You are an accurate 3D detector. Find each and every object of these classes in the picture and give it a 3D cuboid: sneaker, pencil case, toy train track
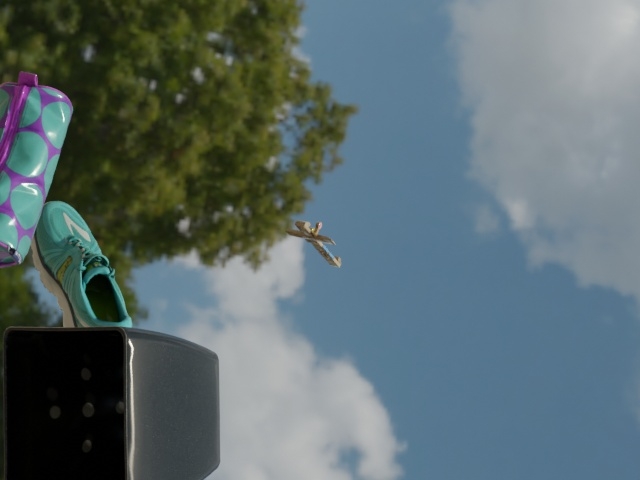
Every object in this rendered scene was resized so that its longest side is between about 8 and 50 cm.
[{"bbox_3d":[-0.338,0.048,1.889,0.275,0.107,0.110,61,-38,23],"label":"sneaker"},{"bbox_3d":[-0.248,-0.053,1.036,0.070,0.064,0.151,74,26,-64],"label":"pencil case"},{"bbox_3d":[0.000,0.000,1.145,0.048,0.083,0.014,12,-111,30],"label":"toy train track"}]

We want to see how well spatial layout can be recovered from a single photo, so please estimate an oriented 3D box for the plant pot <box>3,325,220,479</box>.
[{"bbox_3d":[-0.205,0.183,1.348,0.187,0.167,0.188,-4,-95,39],"label":"plant pot"}]
